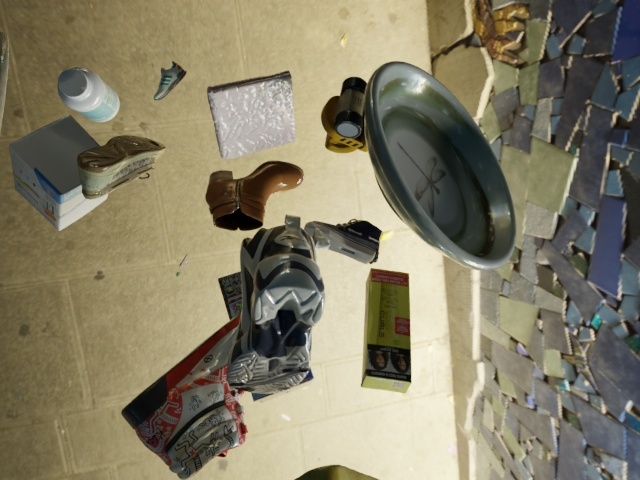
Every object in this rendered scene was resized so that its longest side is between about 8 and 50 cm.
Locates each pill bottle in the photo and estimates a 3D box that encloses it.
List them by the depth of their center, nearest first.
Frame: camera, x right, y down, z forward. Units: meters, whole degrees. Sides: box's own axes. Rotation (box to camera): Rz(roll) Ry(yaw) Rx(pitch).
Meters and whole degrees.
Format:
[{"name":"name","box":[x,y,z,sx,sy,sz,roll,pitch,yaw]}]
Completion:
[{"name":"pill bottle","box":[-0.807,-0.507,1.594,0.146,0.264,0.146,0,93,-8]}]

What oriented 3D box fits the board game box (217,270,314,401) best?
[{"name":"board game box","box":[-0.132,0.233,1.136,0.141,0.232,0.291,-18,72,-9]}]

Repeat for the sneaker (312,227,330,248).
[{"name":"sneaker","box":[0.000,0.000,1.684,0.061,0.152,0.054,17,109,-11]}]

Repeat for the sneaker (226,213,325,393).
[{"name":"sneaker","box":[-0.055,0.069,0.545,0.094,0.153,0.235,6,134,-7]}]

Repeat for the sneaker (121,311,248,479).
[{"name":"sneaker","box":[-0.145,0.220,0.692,0.145,0.090,0.270,51,42,0]}]

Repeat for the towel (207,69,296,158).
[{"name":"towel","box":[-0.252,-0.472,1.749,0.316,0.053,0.332,-18,146,-13]}]

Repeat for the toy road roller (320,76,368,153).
[{"name":"toy road roller","box":[0.156,-0.407,1.658,0.329,0.240,0.203,19,66,-20]}]

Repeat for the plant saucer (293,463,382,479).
[{"name":"plant saucer","box":[-0.030,0.392,0.511,0.332,0.081,0.333,-36,134,10]}]

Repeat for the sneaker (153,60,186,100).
[{"name":"sneaker","box":[-0.569,-0.587,1.686,0.075,0.057,0.161,44,81,-21]}]

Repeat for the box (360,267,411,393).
[{"name":"box","box":[0.127,0.165,0.876,0.087,0.232,0.058,9,140,0]}]

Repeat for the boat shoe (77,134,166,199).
[{"name":"boat shoe","box":[-0.469,-0.182,1.091,0.104,0.285,0.089,21,116,7]}]

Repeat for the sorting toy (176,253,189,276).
[{"name":"sorting toy","box":[-0.518,0.096,1.716,0.012,0.062,0.083,22,60,3]}]

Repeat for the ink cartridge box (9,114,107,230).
[{"name":"ink cartridge box","box":[-0.674,-0.170,1.206,0.171,0.232,0.168,46,54,-5]}]

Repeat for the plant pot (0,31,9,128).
[{"name":"plant pot","box":[-0.686,-0.207,0.694,0.305,0.333,0.334,9,98,-41]}]

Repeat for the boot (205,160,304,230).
[{"name":"boot","box":[-0.167,-0.121,1.246,0.283,0.220,0.109,-2,128,-15]}]

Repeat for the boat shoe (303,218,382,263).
[{"name":"boat shoe","box":[0.104,-0.033,1.967,0.340,0.127,0.158,26,60,-8]}]

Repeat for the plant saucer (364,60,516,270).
[{"name":"plant saucer","box":[0.198,-0.123,0.824,0.400,0.100,0.401,23,53,-35]}]
